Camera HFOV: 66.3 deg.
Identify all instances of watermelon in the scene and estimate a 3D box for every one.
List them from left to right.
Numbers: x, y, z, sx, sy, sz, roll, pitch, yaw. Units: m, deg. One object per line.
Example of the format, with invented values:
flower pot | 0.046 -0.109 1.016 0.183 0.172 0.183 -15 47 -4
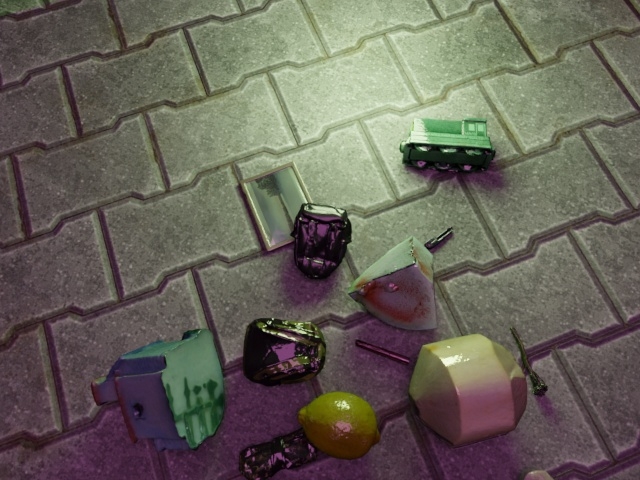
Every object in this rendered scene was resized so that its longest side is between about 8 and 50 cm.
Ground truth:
watermelon | 0.265 0.150 1.510 0.320 0.213 0.289 -26 74 -20

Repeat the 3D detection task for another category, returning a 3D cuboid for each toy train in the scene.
toy train | 0.448 -0.343 1.732 0.331 0.138 0.178 6 61 6

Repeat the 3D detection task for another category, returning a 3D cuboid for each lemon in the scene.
lemon | 0.054 0.522 1.396 0.249 0.184 0.184 15 71 2

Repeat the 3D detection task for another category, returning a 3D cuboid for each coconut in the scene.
coconut | 0.400 0.418 1.375 0.323 0.323 0.322 0 70 1

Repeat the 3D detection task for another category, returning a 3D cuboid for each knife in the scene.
knife | 0.404 -0.009 1.668 0.121 0.018 0.031 -36 75 -13

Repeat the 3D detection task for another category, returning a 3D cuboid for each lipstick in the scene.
lipstick | 0.193 0.350 1.539 0.177 0.027 0.027 19 72 9

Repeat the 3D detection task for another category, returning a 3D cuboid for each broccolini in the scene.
broccolini | 0.639 0.376 1.524 0.044 0.042 0.218 -19 65 -4

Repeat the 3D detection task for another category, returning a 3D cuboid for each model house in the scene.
model house | -0.487 0.448 1.436 0.330 0.252 0.294 -14 94 19

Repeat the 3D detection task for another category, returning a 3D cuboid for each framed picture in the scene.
framed picture | -0.136 -0.123 1.717 0.213 0.016 0.289 -22 72 -7

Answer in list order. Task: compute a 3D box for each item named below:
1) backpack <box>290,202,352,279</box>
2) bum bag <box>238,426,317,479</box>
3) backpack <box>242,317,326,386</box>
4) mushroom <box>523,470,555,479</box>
backpack | 0.000 0.000 1.613 0.207 0.133 0.258 8 88 1
bum bag | -0.116 0.622 1.423 0.248 0.069 0.102 -21 49 -7
backpack | -0.110 0.336 1.487 0.254 0.140 0.206 -2 73 5
mushroom | 0.652 0.734 1.364 0.212 0.088 0.097 42 44 9
